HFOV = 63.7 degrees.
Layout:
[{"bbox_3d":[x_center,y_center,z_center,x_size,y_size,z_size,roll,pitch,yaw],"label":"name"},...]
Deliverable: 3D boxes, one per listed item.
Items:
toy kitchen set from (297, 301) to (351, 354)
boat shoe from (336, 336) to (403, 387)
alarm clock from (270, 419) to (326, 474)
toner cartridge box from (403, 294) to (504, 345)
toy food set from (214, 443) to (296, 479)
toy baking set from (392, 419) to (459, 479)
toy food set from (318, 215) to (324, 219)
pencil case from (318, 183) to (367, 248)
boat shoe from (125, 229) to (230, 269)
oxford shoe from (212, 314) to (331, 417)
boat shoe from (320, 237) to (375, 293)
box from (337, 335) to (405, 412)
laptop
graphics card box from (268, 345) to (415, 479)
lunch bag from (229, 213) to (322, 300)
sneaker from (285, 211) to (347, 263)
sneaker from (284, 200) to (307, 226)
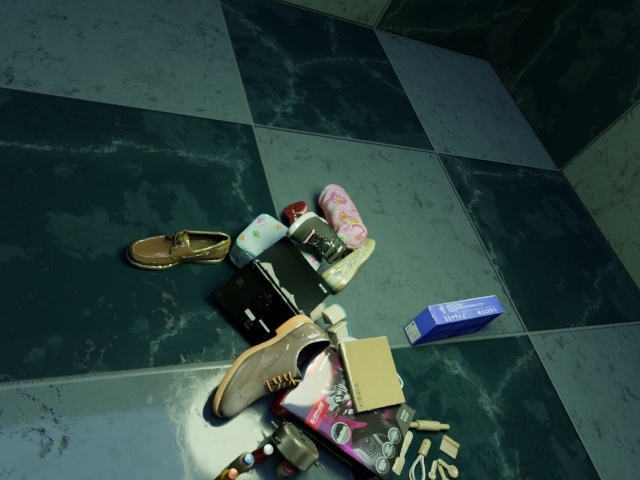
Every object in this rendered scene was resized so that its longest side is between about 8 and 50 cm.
[{"bbox_3d":[0.037,0.293,1.648,0.122,0.166,0.207,-24,107,-41],"label":"toy kitchen set"},{"bbox_3d":[0.157,0.377,1.576,0.258,0.084,0.095,38,64,-27],"label":"boat shoe"},{"bbox_3d":[-0.049,0.546,1.348,0.064,0.129,0.192,-44,101,-6],"label":"alarm clock"},{"bbox_3d":[0.481,0.285,1.851,0.347,0.165,0.075,-3,57,-34],"label":"toner cartridge box"},{"bbox_3d":[-0.137,0.578,1.282,0.232,0.104,0.111,19,48,-17],"label":"toy food set"},{"bbox_3d":[0.326,0.643,1.566,0.256,0.030,0.197,16,49,-20],"label":"toy baking set"},{"bbox_3d":[-0.010,-0.059,1.926,0.083,0.020,0.083,-12,62,-37],"label":"toy food set"},{"bbox_3d":[0.076,-0.089,1.882,0.124,0.124,0.284,10,32,-25],"label":"pencil case"},{"bbox_3d":[-0.423,0.012,1.558,0.307,0.104,0.111,-6,59,-34],"label":"boat shoe"},{"bbox_3d":[-0.127,0.349,1.385,0.363,0.130,0.132,-41,45,-22],"label":"oxford shoe"},{"bbox_3d":[0.106,0.067,1.837,0.089,0.104,0.285,41,46,0],"label":"boat shoe"},{"bbox_3d":[0.149,0.385,1.500,0.164,0.021,0.201,-2,63,-28],"label":"box"},{"bbox_3d":[-0.142,0.159,1.564,0.234,0.264,0.136,51,8,1],"label":"laptop"},{"bbox_3d":[0.069,0.488,1.473,0.370,0.094,0.233,38,51,-2],"label":"graphics card box"},{"bbox_3d":[-0.140,0.054,1.696,0.279,0.108,0.224,37,41,-2],"label":"lunch bag"},{"bbox_3d":[0.000,0.000,1.641,0.147,0.104,0.295,48,13,16],"label":"sneaker"},{"bbox_3d":[-0.070,-0.048,1.856,0.086,0.128,0.221,-15,27,7],"label":"sneaker"}]
